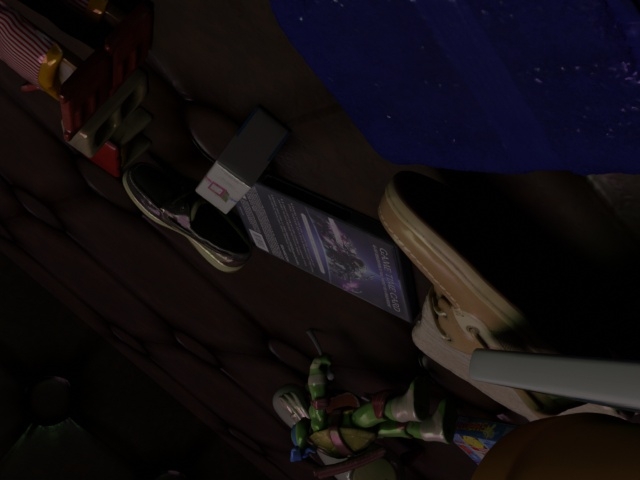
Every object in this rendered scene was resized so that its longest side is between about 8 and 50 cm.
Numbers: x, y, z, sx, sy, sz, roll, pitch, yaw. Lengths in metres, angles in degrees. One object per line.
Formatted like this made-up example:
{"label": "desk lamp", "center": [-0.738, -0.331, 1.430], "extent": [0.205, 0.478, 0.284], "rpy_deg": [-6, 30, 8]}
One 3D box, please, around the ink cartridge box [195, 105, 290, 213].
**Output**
{"label": "ink cartridge box", "center": [-0.093, -0.092, 1.064], "extent": [0.052, 0.088, 0.122], "rpy_deg": [37, 159, -9]}

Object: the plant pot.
{"label": "plant pot", "center": [0.306, 0.293, 0.841], "extent": [0.291, 0.291, 0.203], "rpy_deg": [39, 148, -7]}

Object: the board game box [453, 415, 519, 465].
{"label": "board game box", "center": [0.300, 0.335, 1.405], "extent": [0.136, 0.035, 0.201], "rpy_deg": [45, 156, -20]}

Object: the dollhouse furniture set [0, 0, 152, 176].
{"label": "dollhouse furniture set", "center": [-0.333, -0.199, 1.118], "extent": [0.201, 0.152, 0.374], "rpy_deg": [36, 158, 2]}

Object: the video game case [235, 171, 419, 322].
{"label": "video game case", "center": [0.000, 0.000, 1.196], "extent": [0.274, 0.026, 0.196], "rpy_deg": [24, 155, 25]}

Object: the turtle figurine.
{"label": "turtle figurine", "center": [0.080, 0.247, 1.470], "extent": [0.266, 0.274, 0.198], "rpy_deg": [-10, 109, 35]}

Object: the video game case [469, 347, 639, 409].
{"label": "video game case", "center": [0.325, 0.135, 0.743], "extent": [0.300, 0.036, 0.329], "rpy_deg": [13, 173, -14]}

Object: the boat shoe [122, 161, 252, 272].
{"label": "boat shoe", "center": [-0.187, -0.044, 1.326], "extent": [0.223, 0.080, 0.073], "rpy_deg": [41, 146, -7]}

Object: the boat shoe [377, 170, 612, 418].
{"label": "boat shoe", "center": [0.165, 0.071, 0.918], "extent": [0.110, 0.122, 0.341], "rpy_deg": [-37, 111, 28]}

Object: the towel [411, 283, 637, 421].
{"label": "towel", "center": [0.246, 0.156, 1.116], "extent": [0.282, 0.049, 0.187], "rpy_deg": [32, 156, 12]}

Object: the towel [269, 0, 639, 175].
{"label": "towel", "center": [0.123, -0.141, 0.663], "extent": [0.308, 0.076, 0.228], "rpy_deg": [7, 146, 47]}

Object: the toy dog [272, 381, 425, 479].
{"label": "toy dog", "center": [0.067, 0.379, 1.745], "extent": [0.334, 0.161, 0.220], "rpy_deg": [50, 162, 6]}
